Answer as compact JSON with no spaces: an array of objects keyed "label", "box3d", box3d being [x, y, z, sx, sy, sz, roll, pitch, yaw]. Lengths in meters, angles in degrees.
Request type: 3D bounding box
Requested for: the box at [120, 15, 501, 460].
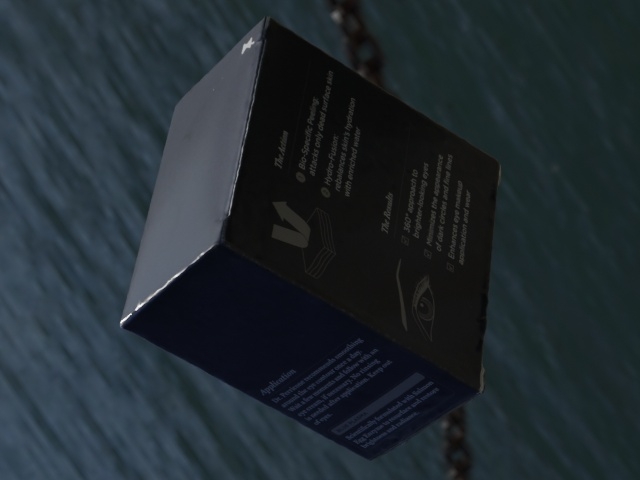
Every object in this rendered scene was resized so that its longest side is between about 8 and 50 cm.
[{"label":"box","box3d":[0.000,0.000,0.917,0.158,0.156,0.093,31,135,-23]}]
